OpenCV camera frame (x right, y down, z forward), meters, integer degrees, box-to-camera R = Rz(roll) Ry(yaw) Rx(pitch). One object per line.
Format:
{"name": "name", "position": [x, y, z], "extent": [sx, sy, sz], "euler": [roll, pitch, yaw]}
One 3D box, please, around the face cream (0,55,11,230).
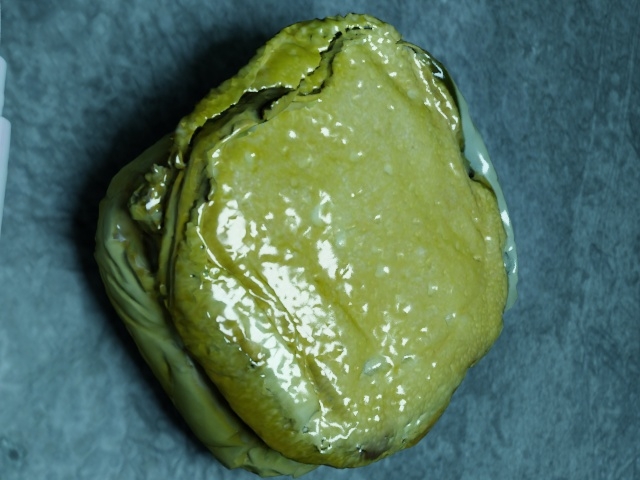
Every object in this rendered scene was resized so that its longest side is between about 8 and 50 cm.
{"name": "face cream", "position": [-0.226, 0.015, 0.707], "extent": [0.102, 0.102, 0.345], "euler": [8, 85, -44]}

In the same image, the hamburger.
{"name": "hamburger", "position": [0.000, 0.000, 0.886], "extent": [0.319, 0.158, 0.318], "euler": [0, 90, -43]}
